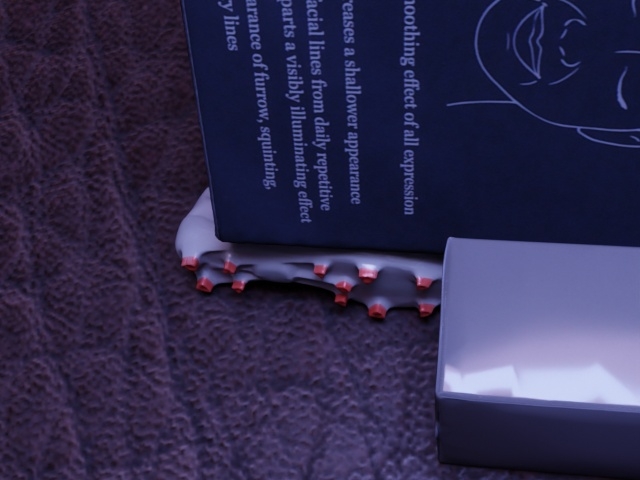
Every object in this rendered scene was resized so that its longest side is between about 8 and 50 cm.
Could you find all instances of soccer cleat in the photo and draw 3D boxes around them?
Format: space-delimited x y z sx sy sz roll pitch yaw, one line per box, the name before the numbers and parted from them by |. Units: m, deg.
soccer cleat | 0.000 0.000 0.654 0.196 0.068 0.076 7 59 14

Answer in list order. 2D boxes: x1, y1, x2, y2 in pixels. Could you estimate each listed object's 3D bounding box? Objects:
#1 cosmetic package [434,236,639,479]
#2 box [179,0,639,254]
cosmetic package | 0.183 0.072 0.557 0.237 0.127 0.107 6 63 8
box | 0.134 -0.162 0.566 0.395 0.294 0.212 4 40 9
